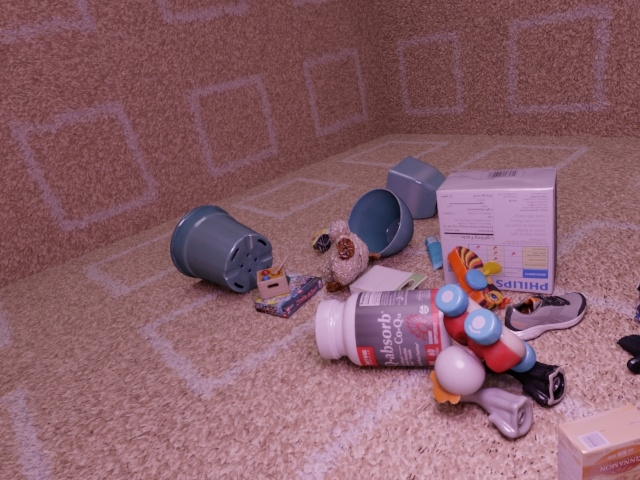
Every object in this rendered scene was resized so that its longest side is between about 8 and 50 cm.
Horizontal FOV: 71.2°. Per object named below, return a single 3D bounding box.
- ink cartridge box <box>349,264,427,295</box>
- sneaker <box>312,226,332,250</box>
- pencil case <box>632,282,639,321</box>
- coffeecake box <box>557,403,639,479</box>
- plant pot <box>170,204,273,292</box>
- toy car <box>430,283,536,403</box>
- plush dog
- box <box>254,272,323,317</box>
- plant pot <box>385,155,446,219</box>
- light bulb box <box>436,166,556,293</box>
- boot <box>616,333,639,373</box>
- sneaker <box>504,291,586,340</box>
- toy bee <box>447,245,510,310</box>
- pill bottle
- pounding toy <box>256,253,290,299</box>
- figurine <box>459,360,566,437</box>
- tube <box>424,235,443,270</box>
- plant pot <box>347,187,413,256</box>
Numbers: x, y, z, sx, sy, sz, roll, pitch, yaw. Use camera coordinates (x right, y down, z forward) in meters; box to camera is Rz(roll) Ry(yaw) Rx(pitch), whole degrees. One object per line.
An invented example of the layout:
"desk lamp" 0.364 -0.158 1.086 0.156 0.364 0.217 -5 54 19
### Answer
"ink cartridge box" 0.247 0.165 1.626 0.235 0.056 0.171 12 33 41
"sneaker" 0.000 0.000 2.115 0.094 0.082 0.208 -9 16 26
"pencil case" 0.927 0.024 1.164 0.159 0.410 0.183 -13 16 -31
"coffeecake box" 0.506 0.399 0.793 0.142 0.186 0.068 -14 23 -4
"plant pot" -0.401 0.049 1.907 0.334 0.341 0.341 19 38 39
"toy car" 0.331 0.267 1.050 0.238 0.219 0.210 -50 35 5
"plush dog" 0.103 0.081 1.673 0.210 0.263 0.225 14 25 13
"box" -0.120 0.207 1.724 0.159 0.044 0.233 6 29 36
"plant pot" 0.486 -0.242 2.231 0.252 0.247 0.248 23 38 26
"light bulb box" 0.608 -0.039 1.528 0.357 0.361 0.225 2 25 30
"boot" 0.785 0.278 1.113 0.121 0.045 0.099 -9 25 -10
"sneaker" 0.650 0.199 1.285 0.271 0.108 0.100 -17 22 -14
"toy bee" 0.506 0.163 1.418 0.162 0.298 0.195 10 -20 -17
"pill bottle" 0.183 0.249 1.270 0.362 0.210 0.210 -5 24 17
"pounding toy" -0.173 0.138 1.721 0.141 0.100 0.130 -15 23 -3
"figurine" 0.435 0.353 1.083 0.214 0.092 0.209 -26 19 -27
"tube" 0.466 0.047 1.797 0.080 0.052 0.207 -41 18 18
"plant pot" 0.282 -0.053 1.894 0.195 0.290 0.290 18 0 -41
